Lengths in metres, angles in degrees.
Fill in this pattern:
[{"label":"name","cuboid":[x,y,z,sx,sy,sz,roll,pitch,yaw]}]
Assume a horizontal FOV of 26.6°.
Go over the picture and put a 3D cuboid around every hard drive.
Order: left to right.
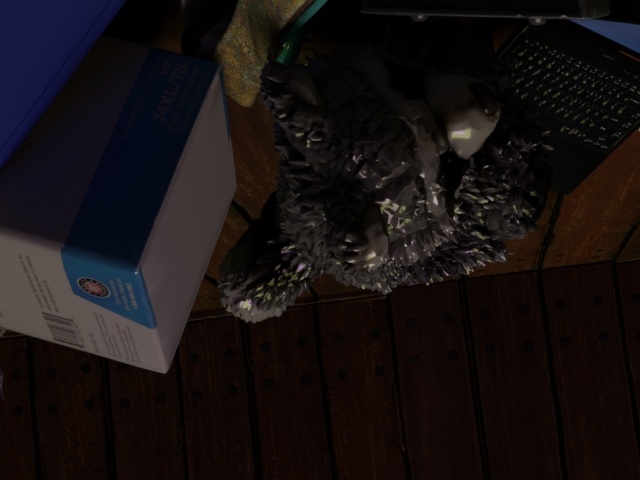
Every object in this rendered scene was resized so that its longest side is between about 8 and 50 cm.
[{"label":"hard drive","cuboid":[-0.197,-0.168,0.859,0.040,0.210,0.319,33,171,5]},{"label":"hard drive","cuboid":[0.131,-0.193,1.017,0.172,0.054,0.254,4,-168,14]}]

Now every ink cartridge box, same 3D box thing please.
[{"label":"ink cartridge box","cuboid":[-0.231,-0.046,1.111,0.270,0.197,0.198,15,153,8]}]

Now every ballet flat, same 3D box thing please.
[{"label":"ballet flat","cuboid":[-0.044,-0.198,1.023,0.123,0.123,0.348,-3,167,-15]}]

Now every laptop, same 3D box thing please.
[{"label":"laptop","cuboid":[0.270,-0.111,1.232,0.234,0.136,0.264,15,129,-41]}]

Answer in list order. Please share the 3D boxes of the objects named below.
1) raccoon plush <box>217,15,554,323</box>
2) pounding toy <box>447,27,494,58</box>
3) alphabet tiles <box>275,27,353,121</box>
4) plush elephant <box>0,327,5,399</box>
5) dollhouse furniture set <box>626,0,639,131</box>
[{"label":"raccoon plush","cuboid":[0.000,0.000,1.117,0.299,0.216,0.446,-24,157,-52]},{"label":"pounding toy","cuboid":[0.147,-0.129,1.381,0.100,0.141,0.130,-5,170,-9]},{"label":"alphabet tiles","cuboid":[0.030,-0.129,1.336,0.198,0.009,0.237,25,159,17]},{"label":"plush elephant","cuboid":[-0.344,-0.027,1.389,0.272,0.330,0.255,3,150,-11]},{"label":"dollhouse furniture set","cuboid":[0.320,-0.206,1.378,0.144,0.123,0.151,-4,135,-16]}]
